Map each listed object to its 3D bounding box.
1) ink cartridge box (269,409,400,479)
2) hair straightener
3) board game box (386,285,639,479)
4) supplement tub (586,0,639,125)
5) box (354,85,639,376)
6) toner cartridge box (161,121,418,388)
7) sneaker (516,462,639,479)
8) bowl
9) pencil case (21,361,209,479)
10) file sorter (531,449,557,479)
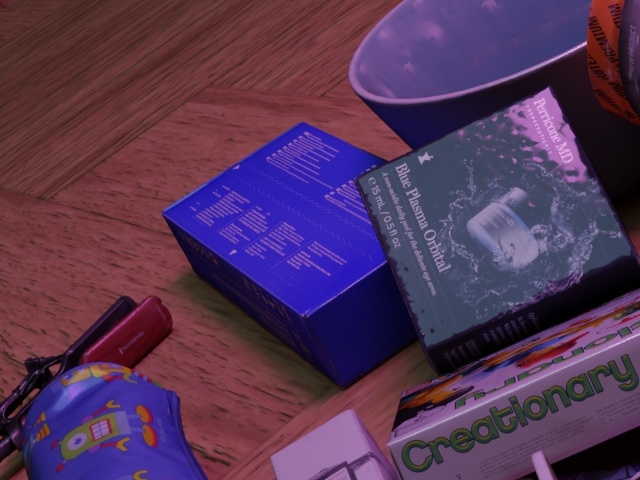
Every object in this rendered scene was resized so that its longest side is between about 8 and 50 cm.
[{"bbox_3d":[0.033,0.182,0.971,0.063,0.109,0.150,-32,23,2],"label":"ink cartridge box"},{"bbox_3d":[-0.229,0.130,1.453,0.089,0.047,0.230,1,41,48],"label":"hair straightener"},{"bbox_3d":[0.191,0.068,1.023,0.305,0.053,0.193,-25,2,6],"label":"board game box"},{"bbox_3d":[0.340,-0.115,1.049,0.316,0.193,0.193,19,49,36],"label":"supplement tub"},{"bbox_3d":[0.128,0.002,1.175,0.158,0.093,0.156,-25,58,6],"label":"box"},{"bbox_3d":[0.000,0.000,1.418,0.165,0.075,0.348,-32,24,-12],"label":"toner cartridge box"},{"bbox_3d":[0.169,0.158,0.959,0.170,0.068,0.071,-12,2,36],"label":"sneaker"},{"bbox_3d":[0.194,-0.131,1.367,0.312,0.163,0.311,-22,24,11],"label":"bowl"},{"bbox_3d":[-0.122,0.185,1.118,0.133,0.119,0.306,-32,24,-5],"label":"pencil case"},{"bbox_3d":[0.026,0.250,0.767,0.278,0.173,0.193,-26,23,6],"label":"file sorter"}]
